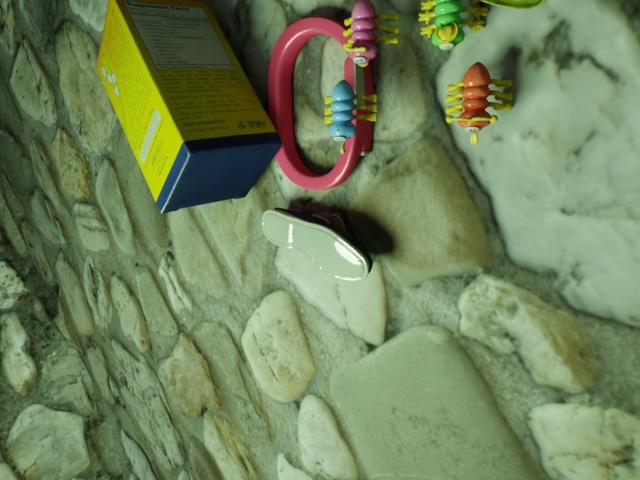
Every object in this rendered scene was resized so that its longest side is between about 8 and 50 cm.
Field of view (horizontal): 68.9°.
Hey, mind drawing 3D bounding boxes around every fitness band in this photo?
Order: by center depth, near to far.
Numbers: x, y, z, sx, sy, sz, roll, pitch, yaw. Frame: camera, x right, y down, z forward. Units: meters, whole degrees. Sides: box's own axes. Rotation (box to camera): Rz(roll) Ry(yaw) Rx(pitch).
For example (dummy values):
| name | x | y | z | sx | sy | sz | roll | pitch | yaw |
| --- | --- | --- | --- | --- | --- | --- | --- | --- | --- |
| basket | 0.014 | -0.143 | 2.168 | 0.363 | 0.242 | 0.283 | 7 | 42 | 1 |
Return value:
| name | x | y | z | sx | sy | sz | roll | pitch | yaw |
| --- | --- | --- | --- | --- | --- | --- | --- | --- | --- |
| fitness band | -0.005 | -0.234 | 0.819 | 0.209 | 0.054 | 0.291 | 14 | 111 | 40 |

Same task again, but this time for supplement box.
| name | x | y | z | sx | sy | sz | roll | pitch | yaw |
| --- | --- | --- | --- | --- | --- | --- | --- | --- | --- |
| supplement box | -0.262 | -0.263 | 0.898 | 0.195 | 0.194 | 0.357 | -43 | 70 | 47 |

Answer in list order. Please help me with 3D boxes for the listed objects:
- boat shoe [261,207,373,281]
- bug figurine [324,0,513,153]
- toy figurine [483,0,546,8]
| name | x | y | z | sx | sy | sz | roll | pitch | yaw |
| --- | --- | --- | --- | --- | --- | --- | --- | --- | --- |
| boat shoe | 0.000 | 0.000 | 0.865 | 0.254 | 0.079 | 0.095 | 21 | 118 | 37 |
| bug figurine | 0.118 | -0.238 | 0.653 | 0.278 | 0.072 | 0.216 | 0 | 98 | 24 |
| toy figurine | 0.135 | -0.439 | 0.548 | 0.362 | 0.191 | 0.217 | 26 | 78 | 23 |
